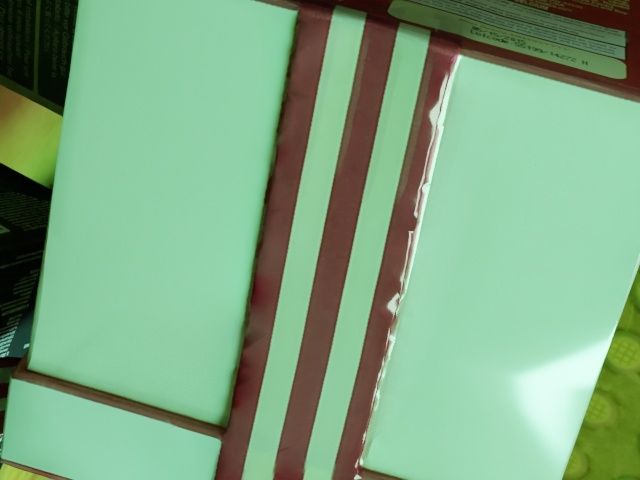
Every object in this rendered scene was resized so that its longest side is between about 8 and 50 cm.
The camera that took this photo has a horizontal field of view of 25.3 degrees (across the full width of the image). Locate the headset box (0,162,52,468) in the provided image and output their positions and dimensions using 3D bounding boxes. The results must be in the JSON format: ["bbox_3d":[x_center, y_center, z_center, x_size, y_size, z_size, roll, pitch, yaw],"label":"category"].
[{"bbox_3d":[-0.239,0.106,0.661,0.293,0.110,0.218,-65,169,14],"label":"headset box"}]

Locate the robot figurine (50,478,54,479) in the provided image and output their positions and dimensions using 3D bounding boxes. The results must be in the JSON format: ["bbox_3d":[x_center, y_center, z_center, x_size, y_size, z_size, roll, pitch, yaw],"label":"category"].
[{"bbox_3d":[-0.112,0.046,0.948,0.278,0.174,0.209,-44,148,-58],"label":"robot figurine"}]

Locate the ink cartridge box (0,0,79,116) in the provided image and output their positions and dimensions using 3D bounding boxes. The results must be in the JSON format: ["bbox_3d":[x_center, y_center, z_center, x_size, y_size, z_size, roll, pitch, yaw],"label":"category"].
[{"bbox_3d":[-0.077,-0.200,0.719,0.234,0.088,0.193,-52,166,-39],"label":"ink cartridge box"}]

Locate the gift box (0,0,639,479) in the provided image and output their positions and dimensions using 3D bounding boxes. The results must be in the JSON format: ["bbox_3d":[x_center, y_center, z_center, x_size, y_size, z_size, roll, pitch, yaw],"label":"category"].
[{"bbox_3d":[0.000,0.000,0.610,0.276,0.255,0.258,-58,163,-61],"label":"gift box"}]
